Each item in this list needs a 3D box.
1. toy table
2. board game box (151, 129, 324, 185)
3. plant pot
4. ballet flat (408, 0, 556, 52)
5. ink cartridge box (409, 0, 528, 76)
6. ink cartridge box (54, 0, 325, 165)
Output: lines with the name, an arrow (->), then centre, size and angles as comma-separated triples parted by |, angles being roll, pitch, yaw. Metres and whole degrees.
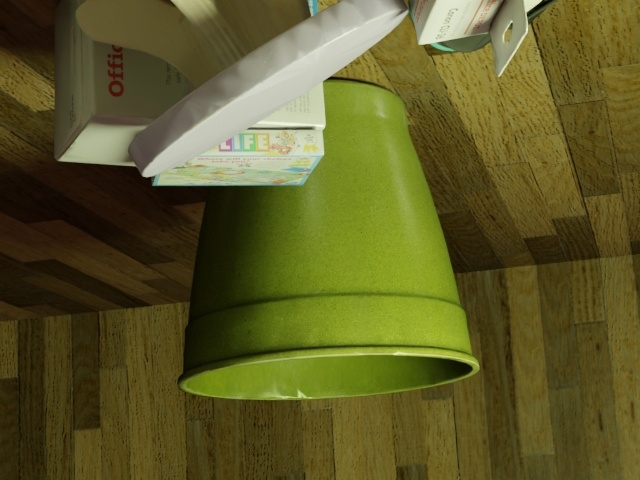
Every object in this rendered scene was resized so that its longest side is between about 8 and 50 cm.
toy table -> -0.079, -0.191, 1.226 | 0.274, 0.161, 0.252 | -30, 178, 8
board game box -> -0.083, -0.080, 1.389 | 0.154, 0.026, 0.103 | -1, 166, -13
plant pot -> 0.000, 0.000, 1.782 | 0.366, 0.353, 0.366 | -3, 166, -1
ballet flat -> 0.165, -0.237, 1.302 | 0.096, 0.095, 0.280 | -26, -176, 27
ink cartridge box -> 0.105, -0.234, 1.141 | 0.067, 0.198, 0.115 | -10, 167, -7
ink cartridge box -> -0.136, -0.172, 1.418 | 0.232, 0.171, 0.168 | 3, 165, -22
